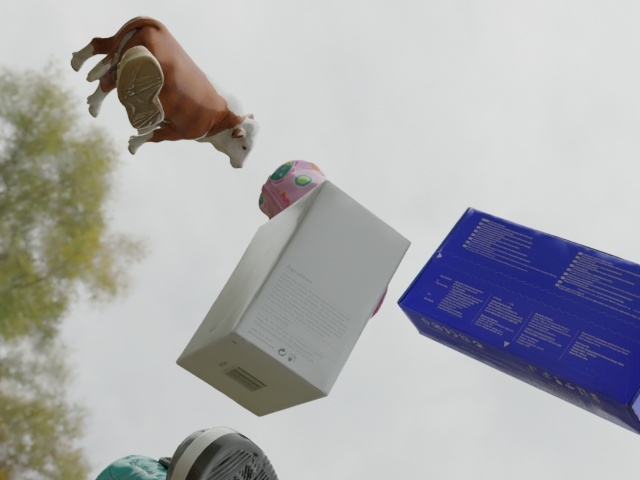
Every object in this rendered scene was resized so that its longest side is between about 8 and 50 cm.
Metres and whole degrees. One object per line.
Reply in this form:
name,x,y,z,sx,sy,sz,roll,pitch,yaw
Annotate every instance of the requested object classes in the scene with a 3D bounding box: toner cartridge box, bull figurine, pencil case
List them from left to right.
bull figurine,-0.227,-0.210,1.737,0.310,0.188,0.101,52,22,-42
pencil case,0.000,0.000,1.715,0.284,0.124,0.124,-118,-151,-45
toner cartridge box,0.269,0.084,1.354,0.348,0.165,0.075,23,-22,45

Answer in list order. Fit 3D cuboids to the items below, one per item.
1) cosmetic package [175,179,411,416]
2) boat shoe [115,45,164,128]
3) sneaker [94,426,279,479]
cosmetic package,-0.035,0.077,1.406,0.138,0.224,0.224,35,-25,-12
boat shoe,-0.235,-0.203,1.470,0.170,0.063,0.059,105,-36,-67
sneaker,-0.122,0.225,0.961,0.178,0.124,0.295,30,-40,30
